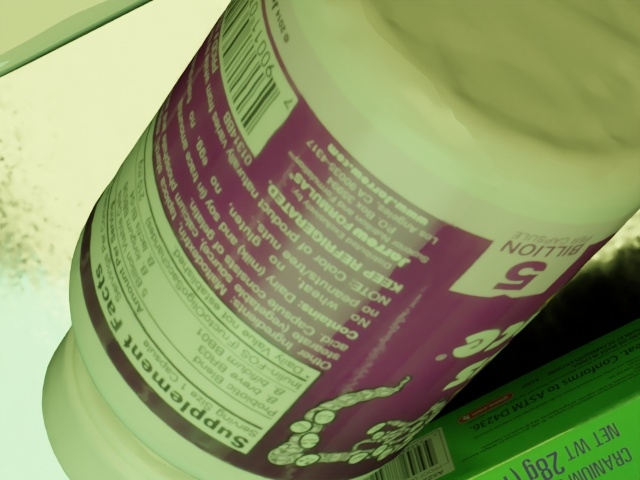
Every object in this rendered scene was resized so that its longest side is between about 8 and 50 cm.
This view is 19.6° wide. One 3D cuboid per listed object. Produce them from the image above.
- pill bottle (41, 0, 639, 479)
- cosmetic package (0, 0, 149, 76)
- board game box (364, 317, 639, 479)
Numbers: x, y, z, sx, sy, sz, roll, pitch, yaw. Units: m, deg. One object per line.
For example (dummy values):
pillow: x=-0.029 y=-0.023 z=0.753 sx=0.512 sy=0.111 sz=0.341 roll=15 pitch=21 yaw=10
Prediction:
pill bottle: x=0.000 y=0.000 z=0.748 sx=0.169 sy=0.169 sz=0.301 roll=34 pitch=133 yaw=-6
cosmetic package: x=-0.047 y=-0.218 z=0.762 sx=0.365 sy=0.155 sz=0.197 roll=-25 pitch=99 yaw=6
board game box: x=0.181 y=0.190 z=0.854 sx=0.242 sy=0.064 sz=0.316 roll=-28 pitch=111 yaw=6
